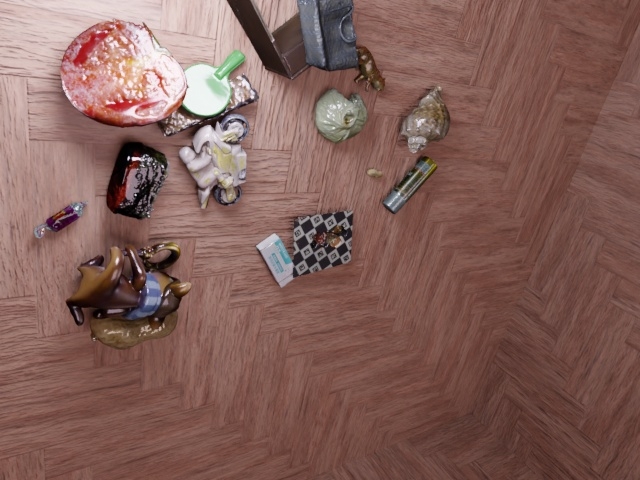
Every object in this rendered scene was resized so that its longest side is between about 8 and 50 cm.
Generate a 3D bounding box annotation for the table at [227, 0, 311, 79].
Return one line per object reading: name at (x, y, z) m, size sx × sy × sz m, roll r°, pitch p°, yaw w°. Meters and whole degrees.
table at (-0.098, -0.684, 1.415) m, size 0.250 × 0.196 × 0.282 m, roll -40°, pitch 132°, yaw -8°

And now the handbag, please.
handbag at (0.032, -0.617, 1.370) m, size 0.175 × 0.088 × 0.270 m, roll -29°, pitch 127°, yaw -27°

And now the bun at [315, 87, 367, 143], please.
bun at (0.086, -0.456, 1.733) m, size 0.212 × 0.126 × 0.204 m, roll -29°, pitch 132°, yaw -19°

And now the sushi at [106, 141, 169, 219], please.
sushi at (-0.552, -0.180, 1.437) m, size 0.126 × 0.136 × 0.225 m, roll 14°, pitch 101°, yaw -43°

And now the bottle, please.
bottle at (0.396, -0.244, 2.112) m, size 0.286 × 0.082 × 0.082 m, roll -48°, pitch 133°, yaw -2°

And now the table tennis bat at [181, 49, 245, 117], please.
table tennis bat at (-0.324, -0.487, 1.449) m, size 0.160 × 0.039 × 0.257 m, roll 43°, pitch 76°, yaw -12°

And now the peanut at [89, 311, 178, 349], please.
peanut at (-0.652, 0.299, 1.655) m, size 0.291 × 0.143 × 0.159 m, roll -4°, pitch 150°, yaw -40°

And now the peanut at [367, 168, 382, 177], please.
peanut at (0.231, -0.281, 2.004) m, size 0.083 × 0.037 × 0.037 m, roll 10°, pitch 110°, yaw -44°

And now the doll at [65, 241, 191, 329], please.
doll at (-0.610, 0.143, 1.540) m, size 0.340 × 0.209 × 0.318 m, roll 20°, pitch 102°, yaw -44°

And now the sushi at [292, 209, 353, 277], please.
sushi at (0.000, 0.000, 1.993) m, size 0.290 × 0.050 × 0.264 m, roll -12°, pitch 116°, yaw -29°

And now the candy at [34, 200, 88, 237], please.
candy at (-0.764, -0.065, 1.413) m, size 0.175 × 0.045 × 0.043 m, roll -36°, pitch 145°, yaw -12°

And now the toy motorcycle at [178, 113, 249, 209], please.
toy motorcycle at (-0.347, -0.250, 1.551) m, size 0.223 × 0.108 × 0.340 m, roll -8°, pitch 130°, yaw -23°

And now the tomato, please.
tomato at (-0.518, -0.423, 1.292) m, size 0.309 × 0.170 × 0.309 m, roll 0°, pitch 91°, yaw -9°

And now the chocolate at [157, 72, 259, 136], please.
chocolate at (-0.353, -0.415, 1.481) m, size 0.329 × 0.065 × 0.102 m, roll -30°, pitch 94°, yaw -20°

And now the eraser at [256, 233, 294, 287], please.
eraser at (-0.173, 0.083, 1.922) m, size 0.095 × 0.052 × 0.225 m, roll -37°, pitch 131°, yaw -16°

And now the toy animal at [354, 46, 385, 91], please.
toy animal at (0.162, -0.629, 1.736) m, size 0.099 × 0.057 × 0.241 m, roll -47°, pitch 132°, yaw -11°

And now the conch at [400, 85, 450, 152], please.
conch at (0.458, -0.484, 1.959) m, size 0.210 × 0.159 × 0.291 m, roll 26°, pitch 98°, yaw -41°
